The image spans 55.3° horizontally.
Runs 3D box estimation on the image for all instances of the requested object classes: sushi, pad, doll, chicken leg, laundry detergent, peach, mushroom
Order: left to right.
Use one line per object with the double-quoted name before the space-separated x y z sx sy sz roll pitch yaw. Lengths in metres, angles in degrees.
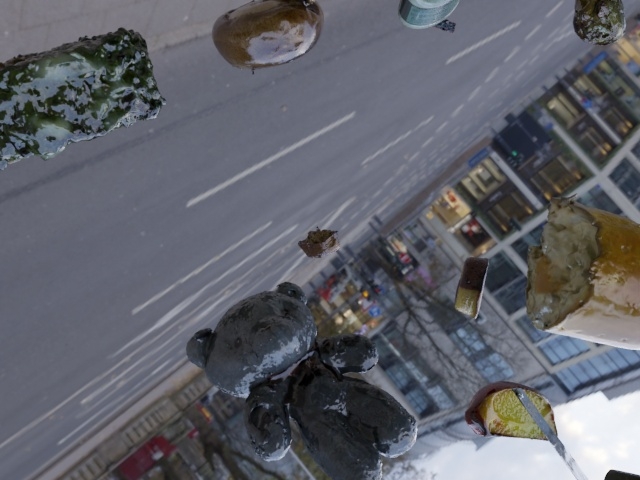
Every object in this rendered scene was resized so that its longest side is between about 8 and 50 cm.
"sushi" -0.458 -0.256 1.082 0.351 0.178 0.294 -25 -156 -21
"mushroom" -0.106 -0.483 1.386 0.278 0.163 0.297 -18 -156 28
"doll" -0.019 0.186 0.858 0.245 0.340 0.158 -32 141 -29
"sushi" -0.002 0.002 1.282 0.118 0.060 0.061 -19 -164 30
"laundry detergent" 0.157 -0.344 0.786 0.099 0.070 0.226 -25 -178 2
"peach" 0.514 0.477 1.720 0.267 0.159 0.154 6 166 -9
"pad" 0.438 0.377 1.099 0.009 0.265 0.159 -38 156 12
"chicken leg" 0.396 -0.372 0.886 0.070 0.178 0.093 -11 -173 19

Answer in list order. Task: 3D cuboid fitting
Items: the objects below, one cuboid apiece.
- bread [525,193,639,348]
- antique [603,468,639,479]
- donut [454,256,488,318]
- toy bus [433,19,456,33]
"bread" 0.750 0.079 1.529 0.250 0.394 0.361 110 -7 -70
"antique" 0.715 0.545 1.284 0.220 0.081 0.080 2 163 45
"donut" 0.445 0.134 1.804 0.166 0.073 0.184 -31 134 -74
"toy bus" 0.320 -0.604 1.695 0.043 0.110 0.031 -110 -145 -69
